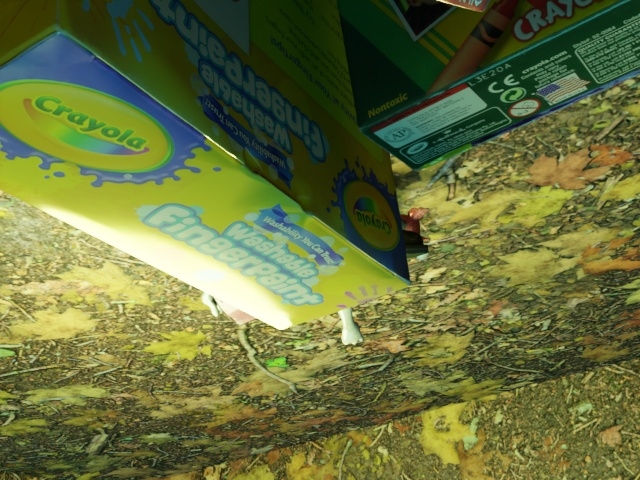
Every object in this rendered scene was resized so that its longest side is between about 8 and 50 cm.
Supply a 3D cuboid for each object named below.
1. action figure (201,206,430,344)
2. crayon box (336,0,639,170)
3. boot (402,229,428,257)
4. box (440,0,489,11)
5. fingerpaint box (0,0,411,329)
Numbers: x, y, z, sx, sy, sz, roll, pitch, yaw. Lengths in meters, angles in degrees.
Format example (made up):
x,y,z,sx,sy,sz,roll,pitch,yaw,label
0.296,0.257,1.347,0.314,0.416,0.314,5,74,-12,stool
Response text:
x,y,z,sx,sy,sz,roll,pitch,yaw,label
0.000,0.000,1.329,0.370,0.248,0.275,-22,122,28,action figure
0.180,-0.271,0.669,0.363,0.313,0.106,-23,151,28,crayon box
0.025,-0.097,1.050,0.263,0.228,0.091,13,166,-17,boot
0.006,-0.257,0.531,0.257,0.128,0.122,16,135,1,box
-0.111,-0.168,0.741,0.163,0.371,0.445,-21,149,25,fingerpaint box
